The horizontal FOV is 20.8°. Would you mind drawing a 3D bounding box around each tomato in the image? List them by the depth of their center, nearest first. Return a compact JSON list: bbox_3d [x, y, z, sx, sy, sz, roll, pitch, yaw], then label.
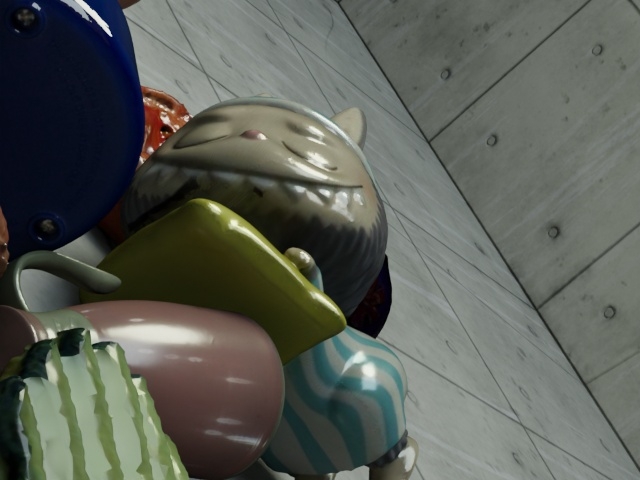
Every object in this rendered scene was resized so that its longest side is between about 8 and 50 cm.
[{"bbox_3d":[-0.191,-0.062,1.846,0.228,0.101,0.228,42,24,-24],"label":"tomato"}]

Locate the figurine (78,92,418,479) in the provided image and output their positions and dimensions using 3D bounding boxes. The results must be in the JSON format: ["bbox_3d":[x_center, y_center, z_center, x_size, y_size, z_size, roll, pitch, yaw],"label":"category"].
[{"bbox_3d":[0.000,0.000,1.678,0.361,0.266,0.378,55,46,-24],"label":"figurine"}]

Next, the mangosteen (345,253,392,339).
[{"bbox_3d":[-0.030,0.044,1.912,0.230,0.194,0.194,23,-9,46],"label":"mangosteen"}]

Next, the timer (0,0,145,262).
[{"bbox_3d":[-0.272,-0.188,1.479,0.270,0.270,0.383,42,24,-25],"label":"timer"}]

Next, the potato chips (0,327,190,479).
[{"bbox_3d":[-0.133,0.249,1.144,0.358,0.070,0.429,38,33,-56],"label":"potato chips"}]

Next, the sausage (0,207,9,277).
[{"bbox_3d":[-0.339,-0.025,1.225,0.254,0.148,0.148,42,15,-44],"label":"sausage"}]

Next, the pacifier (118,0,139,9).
[{"bbox_3d":[-0.328,-0.277,1.747,0.332,0.220,0.273,14,31,-25],"label":"pacifier"}]

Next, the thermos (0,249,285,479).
[{"bbox_3d":[-0.170,0.100,1.397,0.265,0.146,0.176,16,49,-50],"label":"thermos"}]
